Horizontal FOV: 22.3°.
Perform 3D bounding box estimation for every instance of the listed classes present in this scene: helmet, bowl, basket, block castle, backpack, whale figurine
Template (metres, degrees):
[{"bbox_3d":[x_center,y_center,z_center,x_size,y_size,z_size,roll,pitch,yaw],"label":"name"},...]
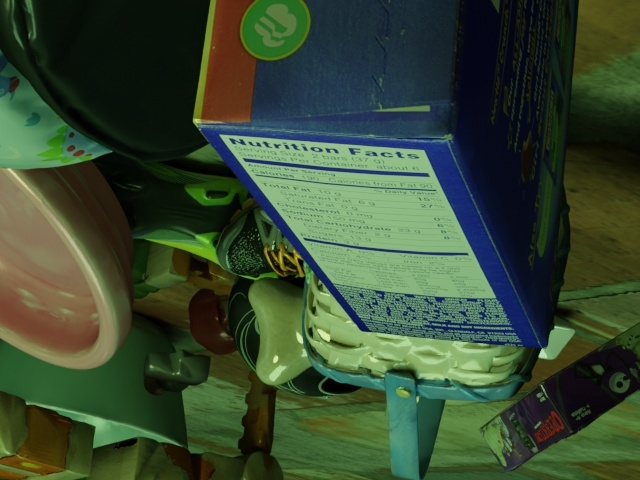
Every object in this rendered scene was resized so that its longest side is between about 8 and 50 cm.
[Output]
[{"bbox_3d":[-0.012,0.081,1.679,0.169,0.169,0.161,11,145,-1],"label":"helmet"},{"bbox_3d":[-0.316,0.181,2.196,0.311,0.163,0.311,10,163,3],"label":"bowl"},{"bbox_3d":[0.093,0.020,1.283,0.201,0.255,0.289,6,144,16],"label":"basket"},{"bbox_3d":[-0.252,0.127,1.748,0.453,0.303,0.213,21,154,-32],"label":"block castle"},{"bbox_3d":[-0.222,-0.176,0.836,0.355,0.273,0.290,37,172,23],"label":"backpack"},{"bbox_3d":[0.072,0.074,1.548,0.272,0.216,0.141,-8,178,8],"label":"whale figurine"}]

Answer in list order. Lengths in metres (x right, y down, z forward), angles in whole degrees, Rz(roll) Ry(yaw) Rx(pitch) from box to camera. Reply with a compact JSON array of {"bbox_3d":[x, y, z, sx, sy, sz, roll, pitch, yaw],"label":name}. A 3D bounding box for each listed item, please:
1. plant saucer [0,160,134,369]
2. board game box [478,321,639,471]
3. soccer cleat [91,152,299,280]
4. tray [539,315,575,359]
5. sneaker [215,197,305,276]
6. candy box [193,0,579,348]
[{"bbox_3d":[-0.284,-0.032,1.425,0.332,0.084,0.332,30,149,20],"label":"plant saucer"},{"bbox_3d":[0.294,0.060,1.247,0.347,0.056,0.208,-30,174,-13],"label":"board game box"},{"bbox_3d":[-0.130,-0.034,1.556,0.289,0.093,0.121,14,-166,-25],"label":"soccer cleat"},{"bbox_3d":[0.143,0.082,1.814,0.270,0.030,0.145,10,164,1],"label":"tray"},{"bbox_3d":[0.000,0.000,1.463,0.215,0.083,0.084,-15,138,24],"label":"sneaker"},{"bbox_3d":[0.052,-0.116,0.815,0.122,0.268,0.317,2,161,15],"label":"candy box"}]
